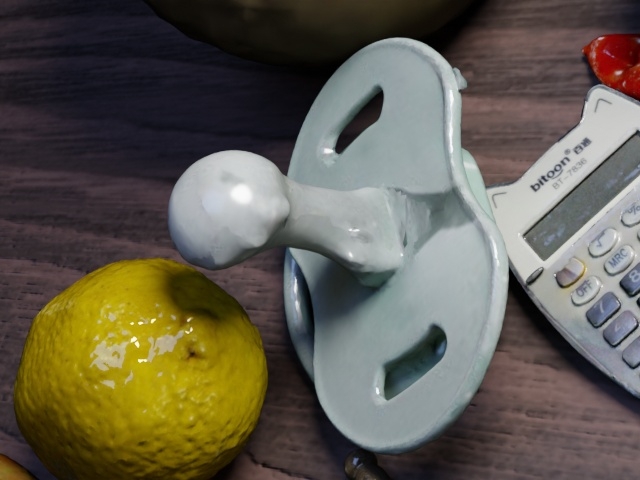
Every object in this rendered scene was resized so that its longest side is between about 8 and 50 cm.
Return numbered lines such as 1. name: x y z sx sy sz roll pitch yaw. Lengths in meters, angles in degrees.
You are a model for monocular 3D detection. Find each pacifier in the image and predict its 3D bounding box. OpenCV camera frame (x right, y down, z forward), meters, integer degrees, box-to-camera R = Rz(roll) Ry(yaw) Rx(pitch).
1. pacifier: 0.000 0.000 1.135 0.288 0.269 0.343 -47 43 42

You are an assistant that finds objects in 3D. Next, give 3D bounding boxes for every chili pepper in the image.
1. chili pepper: 0.270 -0.131 1.152 0.191 0.050 0.059 34 101 50

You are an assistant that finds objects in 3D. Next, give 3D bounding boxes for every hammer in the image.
1. hammer: -0.051 0.284 1.168 0.292 0.029 0.058 -45 46 9

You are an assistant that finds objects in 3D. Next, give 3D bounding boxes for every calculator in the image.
1. calculator: 0.242 0.006 1.101 0.177 0.040 0.268 -43 48 9

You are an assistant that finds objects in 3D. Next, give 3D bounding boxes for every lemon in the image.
1. lemon: -0.150 0.117 1.209 0.260 0.204 0.204 -33 42 56

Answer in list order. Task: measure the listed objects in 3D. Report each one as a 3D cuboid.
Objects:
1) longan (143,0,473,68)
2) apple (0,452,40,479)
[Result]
1. longan: 0.001 -0.348 1.272 0.436 0.404 0.404 -23 48 -9
2. apple: -0.323 0.321 1.214 0.277 0.250 0.309 46 117 28
